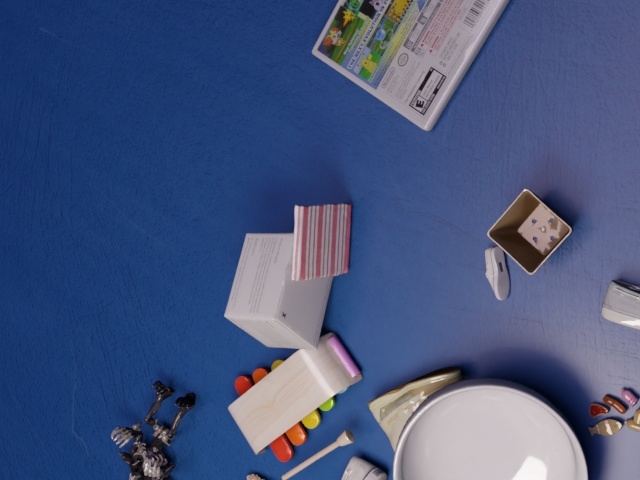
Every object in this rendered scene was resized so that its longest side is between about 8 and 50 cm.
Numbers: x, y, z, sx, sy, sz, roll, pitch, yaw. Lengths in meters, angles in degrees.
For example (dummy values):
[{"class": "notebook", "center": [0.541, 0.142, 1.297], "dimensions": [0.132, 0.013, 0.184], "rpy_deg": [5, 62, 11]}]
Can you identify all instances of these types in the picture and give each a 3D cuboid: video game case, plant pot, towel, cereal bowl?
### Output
[{"class": "video game case", "center": [0.173, -0.424, 1.782], "dimensions": [0.300, 0.036, 0.329], "rpy_deg": [38, 111, 21]}, {"class": "plant pot", "center": [0.381, -0.017, 1.659], "dimensions": [0.109, 0.096, 0.109], "rpy_deg": [46, 113, 20]}, {"class": "towel", "center": [0.000, 0.000, 1.811], "dimensions": [0.029, 0.197, 0.144], "rpy_deg": [6, 96, 32]}, {"class": "cereal bowl", "center": [0.299, 0.398, 1.679], "dimensions": [0.339, 0.141, 0.339], "rpy_deg": [1, 101, 8]}]

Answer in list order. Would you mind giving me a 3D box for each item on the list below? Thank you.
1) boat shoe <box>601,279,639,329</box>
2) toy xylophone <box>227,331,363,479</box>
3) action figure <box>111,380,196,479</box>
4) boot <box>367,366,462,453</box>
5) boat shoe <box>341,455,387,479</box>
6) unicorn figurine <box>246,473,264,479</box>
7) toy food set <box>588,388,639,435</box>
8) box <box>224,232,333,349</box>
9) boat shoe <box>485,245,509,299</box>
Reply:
[{"class": "boat shoe", "center": [0.584, 0.114, 1.566], "dimensions": [0.227, 0.079, 0.081], "rpy_deg": [12, 103, 31]}, {"class": "toy xylophone", "center": [-0.051, 0.347, 1.927], "dimensions": [0.323, 0.081, 0.236], "rpy_deg": [-32, 78, 27]}, {"class": "action figure", "center": [-0.381, 0.454, 2.085], "dimensions": [0.164, 0.141, 0.275], "rpy_deg": [28, 103, 23]}, {"class": "boot", "center": [0.206, 0.343, 1.790], "dimensions": [0.213, 0.077, 0.165], "rpy_deg": [-31, 78, 32]}, {"class": "boat shoe", "center": [0.039, 0.558, 1.886], "dimensions": [0.088, 0.096, 0.267], "rpy_deg": [31, 106, 28]}, {"class": "unicorn figurine", "center": [-0.158, 0.575, 2.021], "dimensions": [0.111, 0.060, 0.162], "rpy_deg": [24, 88, 26]}, {"class": "toy food set", "center": [0.525, 0.299, 1.646], "dimensions": [0.122, 0.019, 0.078], "rpy_deg": [-14, 86, 36]}, {"class": "box", "center": [-0.076, 0.100, 1.836], "dimensions": [0.119, 0.182, 0.181], "rpy_deg": [1, 65, 29]}, {"class": "boat shoe", "center": [0.322, 0.061, 1.736], "dimensions": [0.035, 0.035, 0.100], "rpy_deg": [-8, 94, 56]}]
